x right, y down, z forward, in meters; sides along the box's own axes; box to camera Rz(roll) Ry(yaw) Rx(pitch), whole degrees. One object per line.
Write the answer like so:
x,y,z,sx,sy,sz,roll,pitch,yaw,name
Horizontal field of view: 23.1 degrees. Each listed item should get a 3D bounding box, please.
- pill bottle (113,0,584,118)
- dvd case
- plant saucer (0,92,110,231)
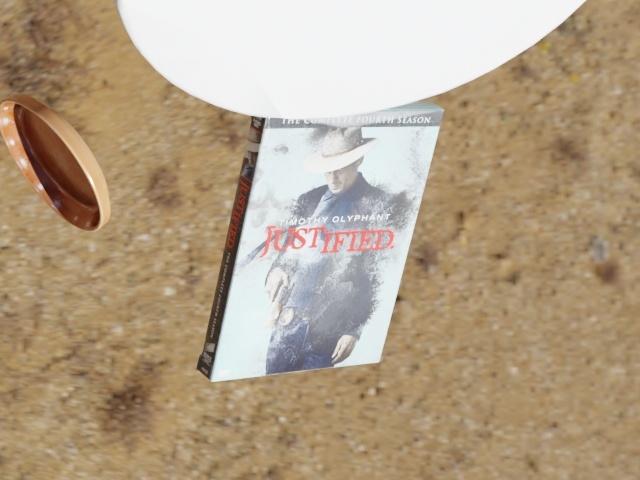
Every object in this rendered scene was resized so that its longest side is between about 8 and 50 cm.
-0.033,-0.254,0.579,0.229,0.229,0.408,2,53,-30,pill bottle
0.000,0.000,0.635,0.087,0.013,0.119,-3,116,-35,dvd case
-0.138,-0.042,0.818,0.013,0.083,0.083,-40,107,-25,plant saucer
